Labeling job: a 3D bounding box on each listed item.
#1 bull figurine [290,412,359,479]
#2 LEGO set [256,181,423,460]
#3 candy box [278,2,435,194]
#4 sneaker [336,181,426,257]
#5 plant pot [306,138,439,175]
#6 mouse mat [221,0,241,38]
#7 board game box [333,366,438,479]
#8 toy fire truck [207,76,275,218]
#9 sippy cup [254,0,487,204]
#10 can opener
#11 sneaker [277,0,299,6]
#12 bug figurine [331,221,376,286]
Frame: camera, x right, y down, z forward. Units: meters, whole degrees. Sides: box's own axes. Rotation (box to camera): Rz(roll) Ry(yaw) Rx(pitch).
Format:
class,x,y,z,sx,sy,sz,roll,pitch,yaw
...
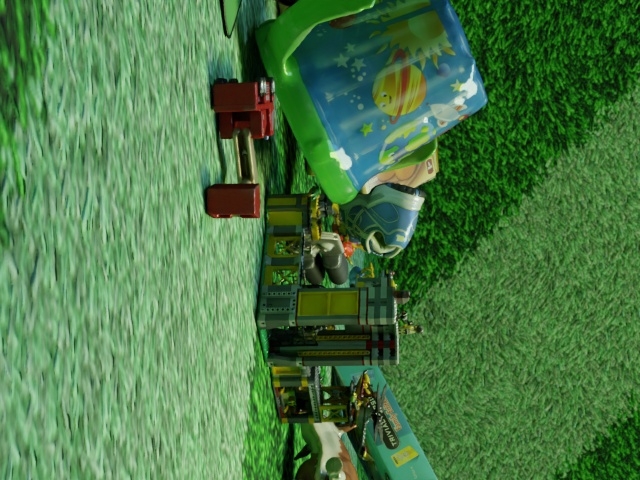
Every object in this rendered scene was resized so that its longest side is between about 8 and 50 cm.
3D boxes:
class,x,y,z,sx,sy,sz,roll,pitch,yaw
bull figurine,0.001,0.369,1.640,0.188,0.101,0.311,45,41,-76
LEGO set,0.036,0.095,1.555,0.255,0.192,0.331,-85,171,-49
candy box,0.057,-0.213,1.735,0.183,0.087,0.317,-31,114,-47
sneaker,0.068,-0.019,1.611,0.211,0.080,0.081,152,-49,-71
plant pot,0.087,-0.228,1.995,0.212,0.212,0.187,-76,165,-68
mouse mat,-0.097,-0.323,1.261,0.153,0.007,0.190,-83,171,-54
board game box,0.129,0.408,2.303,0.254,0.079,0.336,79,-12,-45
toy fire truck,-0.076,-0.095,1.218,0.192,0.047,0.135,-56,145,-81
sippy cup,0.069,-0.193,1.452,0.305,0.224,0.240,-63,128,-82
can opener,0.000,0.000,1.798,0.283,0.076,0.095,65,26,-78
sneaker,-0.034,-0.369,1.617,0.222,0.083,0.118,-53,154,-81
bug figurine,0.056,0.003,2.350,0.279,0.072,0.216,71,12,-56
